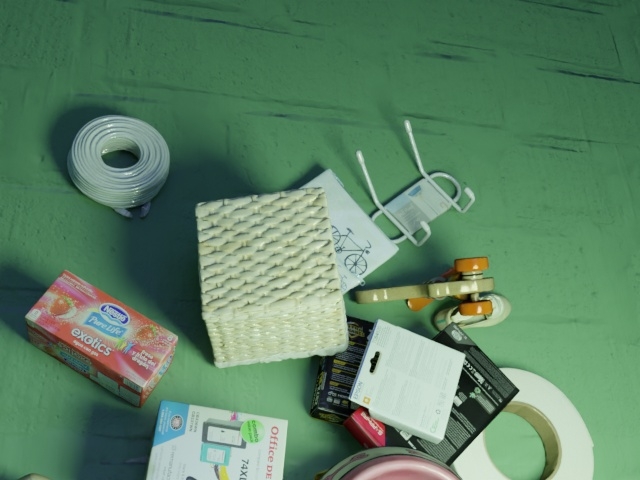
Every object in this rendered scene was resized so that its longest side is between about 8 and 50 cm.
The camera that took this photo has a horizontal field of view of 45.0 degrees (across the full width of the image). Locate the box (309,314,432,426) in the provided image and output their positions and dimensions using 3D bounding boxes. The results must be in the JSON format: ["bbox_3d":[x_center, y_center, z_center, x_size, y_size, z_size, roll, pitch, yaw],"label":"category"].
[{"bbox_3d":[0.155,0.340,1.876,0.321,0.079,0.257,16,56,-8],"label":"box"}]

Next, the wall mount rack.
[{"bbox_3d":[0.255,-0.157,2.165,0.350,0.130,0.304,-35,75,-31],"label":"wall mount rack"}]

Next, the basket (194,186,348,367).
[{"bbox_3d":[-0.111,0.085,1.789,0.331,0.266,0.329,-7,61,-4],"label":"basket"}]

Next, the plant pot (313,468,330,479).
[{"bbox_3d":[0.028,0.565,1.707,0.083,0.081,0.081,29,56,-13],"label":"plant pot"}]

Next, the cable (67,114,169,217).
[{"bbox_3d":[-0.518,-0.205,1.983,0.257,0.089,0.257,23,57,-3],"label":"cable"}]

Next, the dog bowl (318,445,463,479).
[{"bbox_3d":[0.155,0.610,1.521,0.407,0.150,0.408,2,72,-5],"label":"dog bowl"}]

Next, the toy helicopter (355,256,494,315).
[{"bbox_3d":[0.266,0.124,1.985,0.354,0.235,0.140,-6,90,5],"label":"toy helicopter"}]

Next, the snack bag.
[{"bbox_3d":[0.000,0.000,2.031,0.342,0.037,0.323,-33,73,-23],"label":"snack bag"}]

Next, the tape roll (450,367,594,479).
[{"bbox_3d":[0.478,0.503,1.881,0.391,0.072,0.392,7,59,-12],"label":"tape roll"}]

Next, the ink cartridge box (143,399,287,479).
[{"bbox_3d":[-0.224,0.473,1.610,0.269,0.197,0.198,11,58,-11],"label":"ink cartridge box"}]

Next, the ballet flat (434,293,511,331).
[{"bbox_3d":[0.418,0.188,2.041,0.248,0.086,0.086,-16,66,-24],"label":"ballet flat"}]

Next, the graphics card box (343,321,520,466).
[{"bbox_3d":[0.259,0.385,1.781,0.371,0.094,0.233,-38,76,-29],"label":"graphics card box"}]

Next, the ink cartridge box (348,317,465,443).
[{"bbox_3d":[0.192,0.311,1.724,0.223,0.045,0.223,23,56,1],"label":"ink cartridge box"}]

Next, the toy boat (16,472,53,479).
[{"bbox_3d":[-0.615,0.583,1.463,0.318,0.148,0.268,3,56,-17],"label":"toy boat"}]

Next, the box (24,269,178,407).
[{"bbox_3d":[-0.482,0.221,1.709,0.299,0.154,0.142,30,56,3],"label":"box"}]
